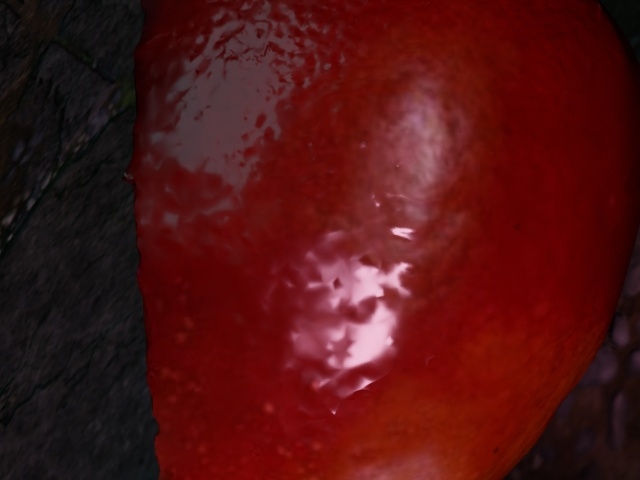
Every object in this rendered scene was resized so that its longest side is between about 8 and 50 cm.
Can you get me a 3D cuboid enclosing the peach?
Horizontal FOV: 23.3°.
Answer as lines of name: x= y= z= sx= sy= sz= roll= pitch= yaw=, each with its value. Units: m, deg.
peach: x=0.000 y=0.000 z=0.740 sx=0.338 sy=0.281 sz=0.281 roll=-54 pitch=35 yaw=2
